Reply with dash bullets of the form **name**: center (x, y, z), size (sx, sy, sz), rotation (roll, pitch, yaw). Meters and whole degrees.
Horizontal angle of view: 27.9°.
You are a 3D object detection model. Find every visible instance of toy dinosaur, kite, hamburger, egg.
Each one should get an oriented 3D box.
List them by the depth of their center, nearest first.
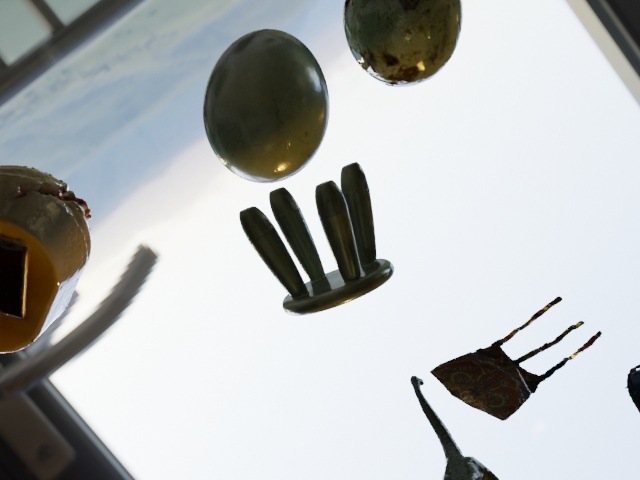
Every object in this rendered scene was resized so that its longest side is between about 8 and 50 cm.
- **egg**: center (-0.063, -0.159, 1.512), size (0.149, 0.149, 0.192), rotation (-27, -131, 45)
- **hamburger**: center (-0.448, 0.023, 1.804), size (0.295, 0.227, 0.151), rotation (-54, -160, 41)
- **egg**: center (0.117, -0.328, 1.805), size (0.169, 0.231, 0.169), rotation (3, -154, -2)
- **kite**: center (0.296, 0.180, 1.927), size (0.285, 0.152, 0.015), rotation (-45, -162, 41)
- **toy dinosaur**: center (0.240, 0.424, 2.430), size (0.087, 0.301, 0.447), rotation (-39, 179, 18)

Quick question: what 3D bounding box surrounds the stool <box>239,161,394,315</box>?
- **stool**: center (0.000, 0.000, 2.099), size (0.195, 0.199, 0.195), rotation (-17, -169, 22)

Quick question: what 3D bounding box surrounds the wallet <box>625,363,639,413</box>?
- **wallet**: center (0.401, 0.152, 1.213), size (0.059, 0.141, 0.202), rotation (-29, 177, -45)
